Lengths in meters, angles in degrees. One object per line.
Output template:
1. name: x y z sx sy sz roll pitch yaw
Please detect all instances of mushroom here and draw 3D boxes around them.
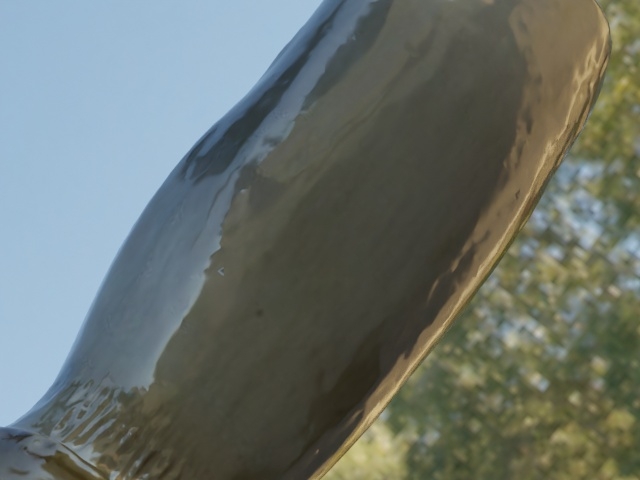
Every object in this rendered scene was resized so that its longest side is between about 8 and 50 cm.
1. mushroom: 0.005 -0.005 0.697 0.407 0.137 0.154 -54 4 -31
